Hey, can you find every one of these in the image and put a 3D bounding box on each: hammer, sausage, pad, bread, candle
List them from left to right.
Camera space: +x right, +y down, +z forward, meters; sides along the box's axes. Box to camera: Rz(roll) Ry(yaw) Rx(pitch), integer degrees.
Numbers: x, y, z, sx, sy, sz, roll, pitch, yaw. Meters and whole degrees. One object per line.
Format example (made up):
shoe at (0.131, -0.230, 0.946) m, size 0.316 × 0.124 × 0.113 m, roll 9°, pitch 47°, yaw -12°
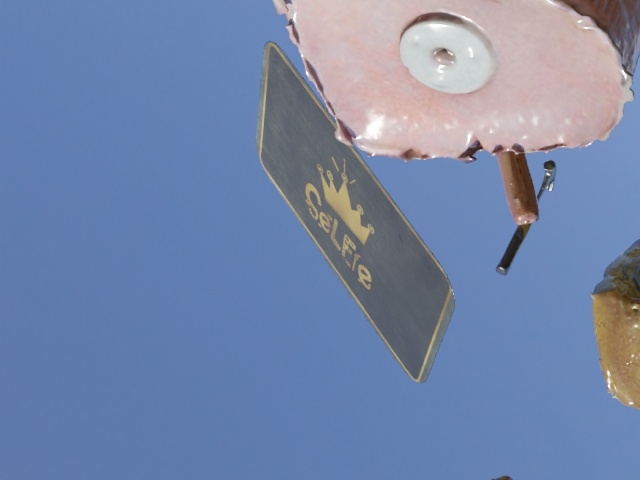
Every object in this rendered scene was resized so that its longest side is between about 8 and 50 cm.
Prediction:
pad at (0.000, 0.000, 1.367) m, size 0.063 × 0.315 × 0.375 m, roll -26°, pitch -116°, yaw -19°
candle at (0.110, -0.184, 1.053) m, size 0.316 × 0.287 × 0.131 m, roll 29°, pitch -128°, yaw 0°
sausage at (0.245, -0.104, 1.573) m, size 0.043 × 0.043 × 0.186 m, roll 8°, pitch -120°, yaw -35°
hammer at (0.339, -0.033, 2.003) m, size 0.021 × 0.078 × 0.201 m, roll 25°, pitch -98°, yaw 19°
bread at (0.591, 0.140, 1.991) m, size 0.225 × 0.250 × 0.279 m, roll -33°, pitch -63°, yaw -26°

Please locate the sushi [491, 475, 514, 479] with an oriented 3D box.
sushi at (0.194, 0.362, 1.299) m, size 0.103 × 0.097 × 0.226 m, roll 40°, pitch -140°, yaw -52°
